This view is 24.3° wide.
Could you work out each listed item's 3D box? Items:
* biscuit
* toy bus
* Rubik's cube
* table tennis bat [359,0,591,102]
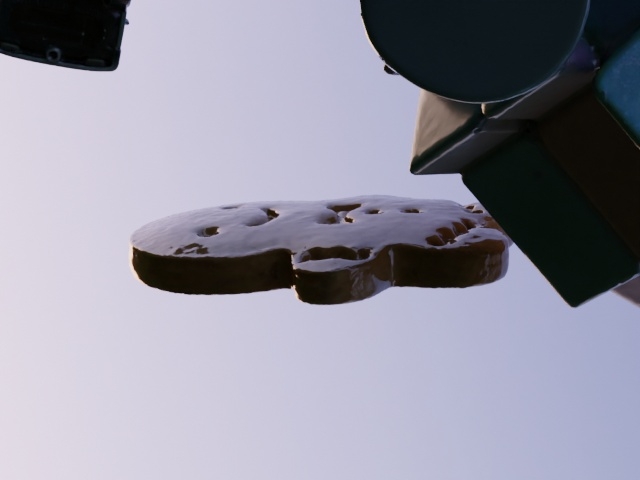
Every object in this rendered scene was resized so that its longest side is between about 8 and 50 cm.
[{"bbox_3d":[0.000,-0.003,1.352,0.355,0.275,0.052,1,-75,14],"label":"biscuit"},{"bbox_3d":[-0.227,-0.308,1.386,0.165,0.133,0.271,-113,-146,-70],"label":"toy bus"},{"bbox_3d":[0.274,-0.145,1.212,0.358,0.368,0.387,-37,-114,46],"label":"Rubik's cube"},{"bbox_3d":[0.061,-0.178,0.983,0.237,0.038,0.149,17,-83,6],"label":"table tennis bat"}]
